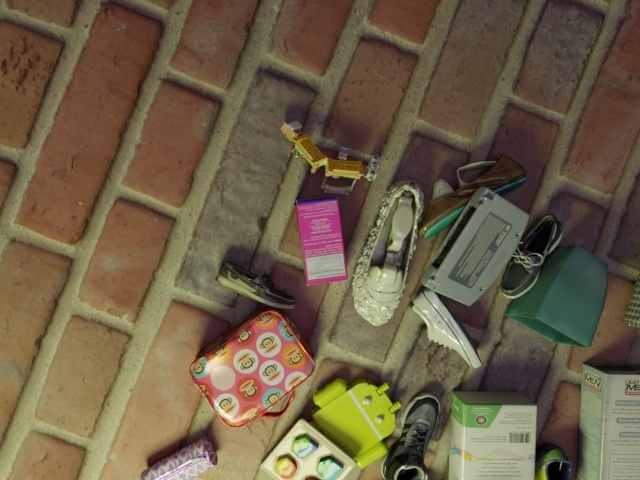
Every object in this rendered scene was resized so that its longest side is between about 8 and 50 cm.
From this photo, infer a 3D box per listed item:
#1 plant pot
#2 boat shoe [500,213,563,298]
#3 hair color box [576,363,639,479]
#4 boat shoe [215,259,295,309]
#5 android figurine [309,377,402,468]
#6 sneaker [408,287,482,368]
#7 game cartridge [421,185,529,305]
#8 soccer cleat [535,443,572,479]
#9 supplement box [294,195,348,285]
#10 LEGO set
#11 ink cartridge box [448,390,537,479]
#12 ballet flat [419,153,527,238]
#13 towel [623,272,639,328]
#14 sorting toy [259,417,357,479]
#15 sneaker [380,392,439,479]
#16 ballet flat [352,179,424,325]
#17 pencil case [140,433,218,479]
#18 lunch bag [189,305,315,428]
[{"bbox_3d":[0.654,0.141,1.346,0.165,0.166,0.234,30,81,-4],"label":"plant pot"},{"bbox_3d":[0.569,0.041,1.353,0.254,0.095,0.079,-50,134,-3],"label":"boat shoe"},{"bbox_3d":[0.836,0.541,1.385,0.185,0.113,0.374,2,92,-4],"label":"hair color box"},{"bbox_3d":[-0.165,0.117,1.323,0.223,0.080,0.073,21,95,0],"label":"boat shoe"},{"bbox_3d":[0.090,0.492,1.362,0.273,0.056,0.248,-32,93,-1],"label":"android figurine"},{"bbox_3d":[0.340,0.248,1.366,0.091,0.094,0.258,-36,89,16],"label":"sneaker"},{"bbox_3d":[0.417,0.024,1.323,0.198,0.062,0.297,23,103,-33],"label":"game cartridge"},{"bbox_3d":[0.622,0.709,1.368,0.093,0.121,0.289,11,91,-5],"label":"soccer cleat"},{"bbox_3d":[0.000,0.000,1.316,0.114,0.111,0.220,-6,92,-5],"label":"supplement box"},{"bbox_3d":[0.009,-0.204,1.338,0.287,0.107,0.132,22,55,0],"label":"LEGO set"},{"bbox_3d":[0.463,0.563,1.356,0.201,0.117,0.278,2,91,-4],"label":"ink cartridge box"},{"bbox_3d":[0.389,-0.134,1.351,0.342,0.116,0.124,-30,73,-3],"label":"ballet flat"},{"bbox_3d":[0.940,0.146,1.299,0.121,0.284,0.235,21,89,-3],"label":"towel"},{"bbox_3d":[-0.036,0.603,1.328,0.193,0.038,0.208,39,104,2],"label":"sorting toy"},{"bbox_3d":[0.256,0.547,1.324,0.101,0.153,0.268,27,89,-4],"label":"sneaker"},{"bbox_3d":[0.180,0.031,1.320,0.147,0.147,0.409,13,91,-4],"label":"ballet flat"},{"bbox_3d":[-0.371,0.601,1.314,0.206,0.088,0.086,-30,91,-2],"label":"pencil case"},{"bbox_3d":[-0.162,0.341,1.307,0.293,0.120,0.258,-34,94,-3],"label":"lunch bag"}]
